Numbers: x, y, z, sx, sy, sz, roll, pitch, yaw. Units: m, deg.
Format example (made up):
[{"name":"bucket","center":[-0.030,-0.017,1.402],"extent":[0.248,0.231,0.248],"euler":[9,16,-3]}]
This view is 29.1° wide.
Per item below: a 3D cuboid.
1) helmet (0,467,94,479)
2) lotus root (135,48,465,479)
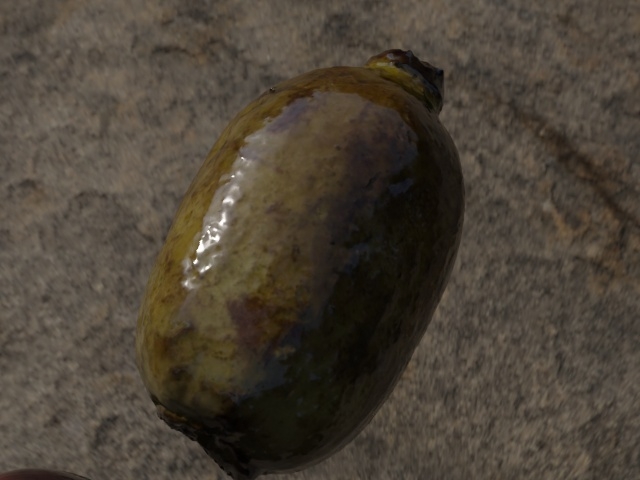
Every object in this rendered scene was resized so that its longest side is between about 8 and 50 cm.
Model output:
[{"name":"helmet","center":[-0.259,0.299,1.073],"extent":[0.216,0.193,0.189],"euler":[-36,59,-1]},{"name":"lotus root","center":[0.000,0.000,0.637],"extent":[0.145,0.128,0.260],"euler":[39,63,-18]}]
